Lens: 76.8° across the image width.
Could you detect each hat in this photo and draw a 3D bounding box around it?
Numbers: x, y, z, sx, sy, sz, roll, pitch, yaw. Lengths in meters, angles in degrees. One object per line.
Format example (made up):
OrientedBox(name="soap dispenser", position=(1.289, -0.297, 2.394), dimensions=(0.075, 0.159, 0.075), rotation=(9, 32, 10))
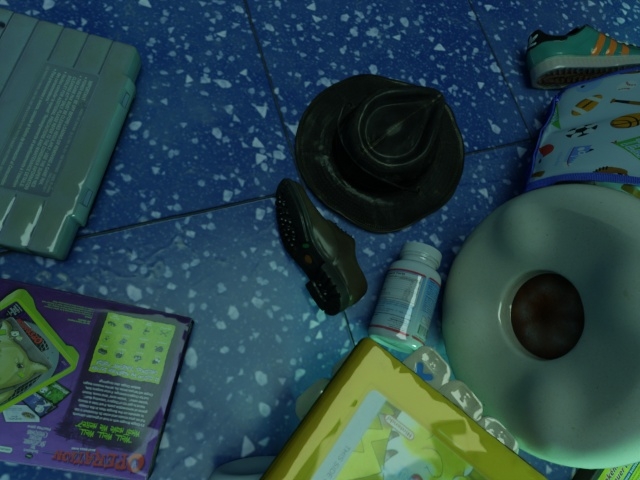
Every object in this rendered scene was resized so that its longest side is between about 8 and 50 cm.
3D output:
OrientedBox(name="hat", position=(0.126, -0.185, 0.685), dimensions=(0.330, 0.134, 0.332), rotation=(3, 73, -11))

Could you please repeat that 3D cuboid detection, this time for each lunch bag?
OrientedBox(name="lunch bag", position=(0.573, -0.127, 0.688), dimensions=(0.384, 0.239, 0.328), rotation=(18, 58, 25))

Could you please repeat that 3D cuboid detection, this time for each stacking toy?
OrientedBox(name="stacking toy", position=(0.465, 0.135, 0.612), dimensions=(0.478, 0.350, 0.352), rotation=(12, 71, -25))

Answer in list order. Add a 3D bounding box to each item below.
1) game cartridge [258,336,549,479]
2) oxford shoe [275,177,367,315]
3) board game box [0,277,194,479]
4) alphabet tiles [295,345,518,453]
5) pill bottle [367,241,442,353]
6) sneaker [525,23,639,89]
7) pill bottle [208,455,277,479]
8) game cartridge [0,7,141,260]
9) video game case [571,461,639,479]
OrientedBox(name="game cartridge", position=(0.066, 0.320, 0.430), dimensions=(0.285, 0.053, 0.324), rotation=(38, 73, 5))
OrientedBox(name="oxford shoe", position=(0.000, 0.000, 0.642), dimensions=(0.096, 0.082, 0.228), rotation=(-20, 79, -37))
OrientedBox(name="board game box", position=(-0.364, 0.168, 0.522), dimensions=(0.346, 0.056, 0.209), rotation=(14, 68, -8))
OrientedBox(name="alphabet tiles", position=(0.096, 0.290, 0.534), dimensions=(0.278, 0.021, 0.284), rotation=(-42, 68, 1))
OrientedBox(name="pill bottle", position=(0.137, 0.087, 0.631), dimensions=(0.087, 0.087, 0.160), rotation=(24, 70, -5))
OrientedBox(name="sneaker", position=(0.581, -0.398, 0.858), dimensions=(0.301, 0.108, 0.121), rotation=(-4, 79, -12))
OrientedBox(name="pill bottle", position=(-0.076, 0.387, 0.482), dimensions=(0.117, 0.117, 0.215), rotation=(-1, 74, -13))
OrientedBox(name="game cartridge", position=(-0.427, -0.161, 0.597), dimensions=(0.229, 0.068, 0.356), rotation=(15, 71, -12))
OrientedBox(name="video game case", position=(0.523, 0.443, 0.642), dimensions=(0.274, 0.035, 0.248), rotation=(-39, 86, -19))
